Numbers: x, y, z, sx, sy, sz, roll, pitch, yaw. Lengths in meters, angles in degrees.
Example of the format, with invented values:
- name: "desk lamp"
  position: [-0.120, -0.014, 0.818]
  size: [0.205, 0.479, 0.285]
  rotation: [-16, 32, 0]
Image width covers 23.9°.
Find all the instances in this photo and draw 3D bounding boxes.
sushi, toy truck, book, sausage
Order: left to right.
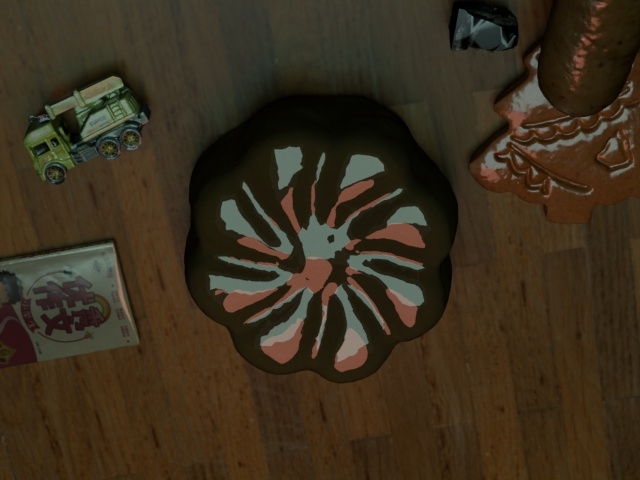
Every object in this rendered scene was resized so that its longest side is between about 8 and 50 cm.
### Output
- name: "book"
  position: [-0.383, 0.093, 2.127]
  size: [0.232, 0.022, 0.162]
  rotation: [-9, 114, 4]
- name: "toy truck"
  position: [-0.312, -0.153, 1.991]
  size: [0.169, 0.077, 0.100]
  rotation: [-23, 114, 11]
- name: "sushi"
  position: [0.208, -0.277, 1.936]
  size: [0.083, 0.085, 0.056]
  rotation: [7, 114, -3]
- name: "sausage"
  position: [0.337, -0.349, 1.771]
  size: [0.136, 0.123, 0.501]
  rotation: [-7, 136, -6]

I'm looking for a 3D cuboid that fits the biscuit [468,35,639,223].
- name: "biscuit"
  position: [0.341, -0.165, 2.008]
  size: [0.284, 0.043, 0.306]
  rotation: [1, 113, -1]

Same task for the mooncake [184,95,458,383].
- name: "mooncake"
  position: [0.000, 0.000, 1.994]
  size: [0.378, 0.201, 0.378]
  rotation: [0, 113, -1]
